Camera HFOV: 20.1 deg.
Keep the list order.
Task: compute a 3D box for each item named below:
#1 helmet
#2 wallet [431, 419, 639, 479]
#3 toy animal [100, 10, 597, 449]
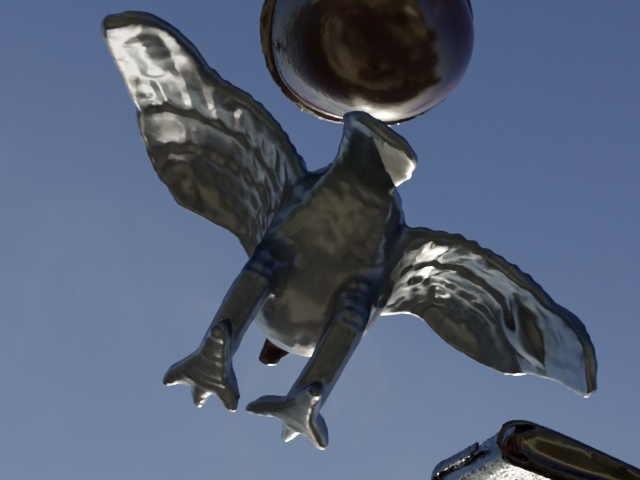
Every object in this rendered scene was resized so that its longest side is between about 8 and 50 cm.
[{"bbox_3d":[0.054,-0.145,1.311,0.175,0.155,0.106,25,6,-28],"label":"helmet"},{"bbox_3d":[0.272,0.273,1.939,0.262,0.071,0.221,22,-26,-8],"label":"wallet"},{"bbox_3d":[0.000,0.000,0.760,0.239,0.176,0.255,31,-40,-2],"label":"toy animal"}]
